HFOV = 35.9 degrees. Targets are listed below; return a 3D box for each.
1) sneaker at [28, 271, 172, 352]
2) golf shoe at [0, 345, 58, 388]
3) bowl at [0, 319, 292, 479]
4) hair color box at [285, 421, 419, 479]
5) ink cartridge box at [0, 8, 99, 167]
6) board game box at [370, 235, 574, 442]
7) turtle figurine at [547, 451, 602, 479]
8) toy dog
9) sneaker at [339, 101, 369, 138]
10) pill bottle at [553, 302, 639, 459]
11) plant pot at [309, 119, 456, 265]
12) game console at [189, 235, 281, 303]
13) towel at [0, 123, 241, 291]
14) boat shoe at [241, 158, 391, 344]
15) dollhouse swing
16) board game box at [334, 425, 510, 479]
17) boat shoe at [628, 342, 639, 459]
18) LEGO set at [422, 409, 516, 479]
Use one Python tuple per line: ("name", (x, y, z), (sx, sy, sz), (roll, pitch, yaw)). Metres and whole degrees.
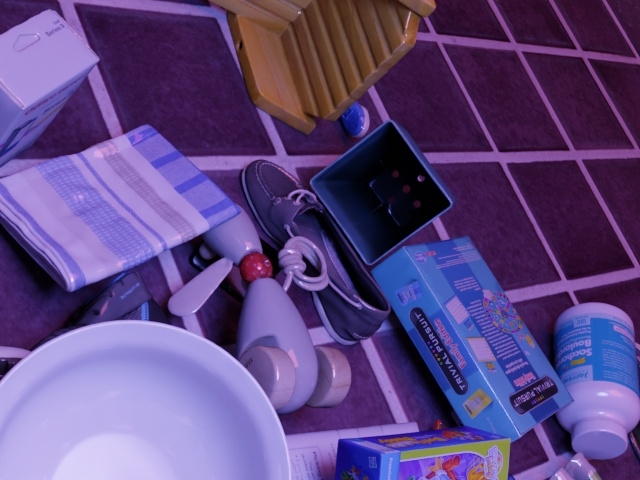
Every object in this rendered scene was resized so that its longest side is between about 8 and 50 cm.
("sneaker", (-0.277, 0.167, 1.131), (0.140, 0.125, 0.341), (51, 42, -6))
("golf shoe", (-0.398, 0.127, 0.981), (0.272, 0.105, 0.120), (-6, 43, 0))
("bowl", (-0.187, 0.234, 0.941), (0.297, 0.134, 0.298), (8, 66, -18))
("hair color box", (-0.004, 0.339, 1.261), (0.347, 0.105, 0.174), (4, 62, -41))
("ink cartridge box", (-0.389, -0.167, 1.210), (0.093, 0.212, 0.154), (45, 40, -7))
("board game box", (0.251, 0.159, 1.606), (0.254, 0.079, 0.336), (-7, 63, -57))
("turtle figurine", (0.458, 0.491, 1.574), (0.198, 0.275, 0.266), (-34, 64, -28))
("toy dog", (-0.096, 0.121, 1.334), (0.220, 0.161, 0.334), (29, 30, -32))
("sneaker", (0.030, -0.251, 1.772), (0.084, 0.058, 0.152), (14, 48, -42))
("pill bottle", (0.488, 0.250, 1.746), (0.146, 0.146, 0.264), (32, 43, -21))
("plant pot", (0.122, -0.083, 1.626), (0.165, 0.165, 0.234), (55, 16, 5))
("game console", (-0.125, 0.025, 1.462), (0.122, 0.071, 0.107), (38, 12, -15))
("towel", (-0.272, -0.052, 1.289), (0.285, 0.034, 0.209), (-27, 59, -39))
("boat shoe", (0.000, 0.000, 1.529), (0.112, 0.095, 0.335), (-20, 76, -48))
("dollhouse swing", (-0.069, -0.400, 1.572), (0.305, 0.347, 0.315), (7, 56, -40))
("board game box", (0.116, 0.412, 1.205), (0.233, 0.078, 0.347), (3, 91, -41))
("boat shoe", (0.607, 0.322, 1.838), (0.092, 0.103, 0.285), (-3, 69, -49))
("LEGO set", (0.201, 0.363, 1.496), (0.244, 0.060, 0.182), (-12, 82, -45))
